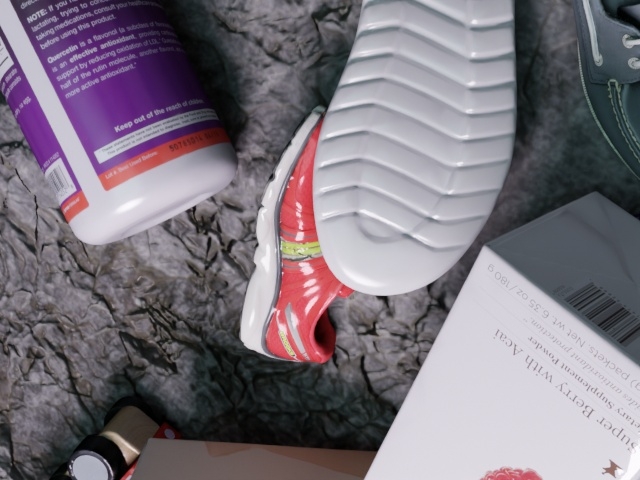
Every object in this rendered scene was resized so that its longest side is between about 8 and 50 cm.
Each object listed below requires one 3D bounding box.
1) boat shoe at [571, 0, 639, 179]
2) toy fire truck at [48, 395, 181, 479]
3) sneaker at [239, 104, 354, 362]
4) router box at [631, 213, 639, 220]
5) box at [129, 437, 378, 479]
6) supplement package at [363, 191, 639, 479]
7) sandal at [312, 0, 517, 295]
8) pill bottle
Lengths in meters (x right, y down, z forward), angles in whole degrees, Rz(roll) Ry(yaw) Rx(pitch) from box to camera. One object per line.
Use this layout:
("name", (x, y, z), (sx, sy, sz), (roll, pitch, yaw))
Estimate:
("boat shoe", (0.261, -0.178, 0.673), (0.116, 0.099, 0.320), (-15, 96, 24))
("toy fire truck", (-0.216, 0.350, 0.968), (0.246, 0.158, 0.217), (41, 113, -4))
("sneaker", (0.000, 0.000, 0.829), (0.118, 0.107, 0.279), (15, 117, 9))
("router box", (0.405, 0.111, 0.691), (0.242, 0.081, 0.309), (-11, 98, 24))
("box", (-0.036, 0.297, 0.832), (0.311, 0.121, 0.148), (5, 104, -1))
("supplement package", (0.188, 0.141, 0.674), (0.177, 0.175, 0.293), (41, 131, 27))
("sandal", (0.098, -0.154, 0.751), (0.169, 0.102, 0.417), (11, 93, 4))
("pill bottle", (-0.226, -0.170, 0.824), (0.181, 0.181, 0.323), (-25, 92, 25))
